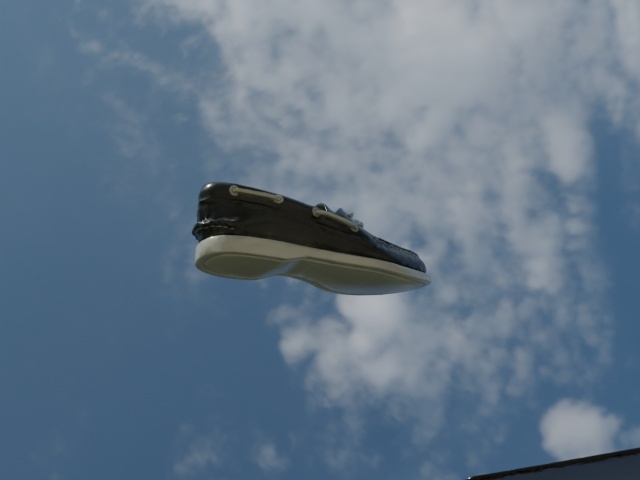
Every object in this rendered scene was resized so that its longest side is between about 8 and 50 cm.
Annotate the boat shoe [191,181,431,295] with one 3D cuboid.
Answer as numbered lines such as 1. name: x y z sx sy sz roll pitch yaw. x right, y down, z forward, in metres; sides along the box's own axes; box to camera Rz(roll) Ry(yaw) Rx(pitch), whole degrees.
1. boat shoe: 0.000 0.000 1.143 0.302 0.114 0.091 13 -115 -38

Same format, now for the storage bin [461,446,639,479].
1. storage bin: 0.106 0.159 0.399 0.122 0.180 0.084 -13 -79 11
